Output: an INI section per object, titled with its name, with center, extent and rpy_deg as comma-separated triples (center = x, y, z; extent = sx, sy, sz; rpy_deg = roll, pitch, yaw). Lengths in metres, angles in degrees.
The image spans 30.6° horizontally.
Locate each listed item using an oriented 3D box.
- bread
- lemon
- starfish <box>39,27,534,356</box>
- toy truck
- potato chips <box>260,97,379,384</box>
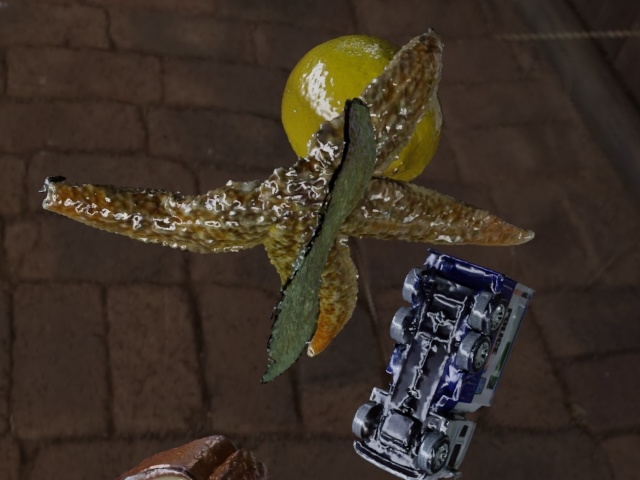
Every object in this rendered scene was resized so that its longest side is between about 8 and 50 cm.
[bread]
center = -0.188, 0.397, 1.794
extent = 0.190, 0.244, 0.123
rpy_deg = 57, 32, -14
[lemon]
center = 0.060, -0.186, 1.720
extent = 0.263, 0.236, 0.236
rpy_deg = 25, 41, 33
[starfish]
center = -0.001, -0.043, 1.178
extent = 0.398, 0.384, 0.132
rpy_deg = -40, 43, 4
[toy truck]
center = 0.155, 0.159, 1.436
extent = 0.124, 0.268, 0.155
rpy_deg = 21, 1, 32
[potato chips]
center = 0.000, 0.000, 0.814
extent = 0.026, 0.209, 0.142
rpy_deg = 17, 2, 9
